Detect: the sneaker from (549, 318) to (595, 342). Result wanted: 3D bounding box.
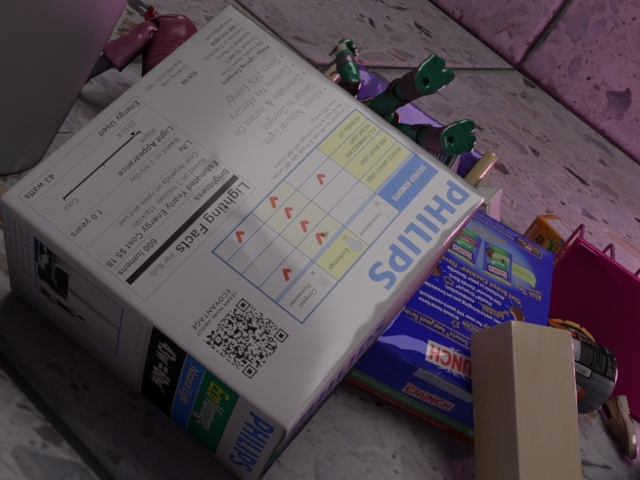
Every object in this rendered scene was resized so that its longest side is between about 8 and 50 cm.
[{"bbox_3d":[0.367,0.167,1.746,0.215,0.084,0.083,25,25,5],"label":"sneaker"}]

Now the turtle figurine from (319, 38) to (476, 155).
[{"bbox_3d":[0.072,-0.145,1.230,0.175,0.118,0.234,48,-23,-26],"label":"turtle figurine"}]

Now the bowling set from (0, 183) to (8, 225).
[{"bbox_3d":[-0.392,-0.058,1.105,0.154,0.200,0.287,8,39,-45],"label":"bowling set"}]

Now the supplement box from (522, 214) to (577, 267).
[{"bbox_3d":[0.519,0.048,2.139,0.080,0.078,0.233,0,40,-45],"label":"supplement box"}]

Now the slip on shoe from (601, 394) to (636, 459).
[{"bbox_3d":[0.485,0.303,1.688,0.041,0.051,0.135,-6,35,9],"label":"slip on shoe"}]

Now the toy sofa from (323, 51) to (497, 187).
[{"bbox_3d":[0.148,-0.205,1.974,0.363,0.150,0.177,39,-14,11],"label":"toy sofa"}]

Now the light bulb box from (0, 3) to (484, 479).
[{"bbox_3d":[-0.087,0.004,1.133,0.361,0.225,0.358,38,62,8],"label":"light bulb box"}]

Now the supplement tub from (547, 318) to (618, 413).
[{"bbox_3d":[0.364,0.189,1.652,0.190,0.117,0.117,26,26,-15],"label":"supplement tub"}]

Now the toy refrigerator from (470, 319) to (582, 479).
[{"bbox_3d":[0.253,0.245,1.295,0.102,0.094,0.269,12,67,-28],"label":"toy refrigerator"}]

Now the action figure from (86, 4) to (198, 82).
[{"bbox_3d":[-0.229,-0.252,1.574,0.248,0.275,0.370,10,46,-31],"label":"action figure"}]

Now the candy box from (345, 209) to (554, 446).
[{"bbox_3d":[0.181,0.099,1.473,0.268,0.122,0.317,29,46,-13],"label":"candy box"}]

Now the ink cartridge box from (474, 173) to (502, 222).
[{"bbox_3d":[0.298,-0.016,1.881,0.056,0.171,0.235,8,17,22],"label":"ink cartridge box"}]

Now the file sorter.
[{"bbox_3d":[0.518,0.134,1.843,0.291,0.202,0.182,36,22,4],"label":"file sorter"}]

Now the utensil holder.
[{"bbox_3d":[-0.413,-0.321,1.316,0.328,0.385,0.327,27,25,-14],"label":"utensil holder"}]

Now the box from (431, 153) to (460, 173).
[{"bbox_3d":[0.028,-0.087,1.376,0.290,0.169,0.087,21,49,15],"label":"box"}]
